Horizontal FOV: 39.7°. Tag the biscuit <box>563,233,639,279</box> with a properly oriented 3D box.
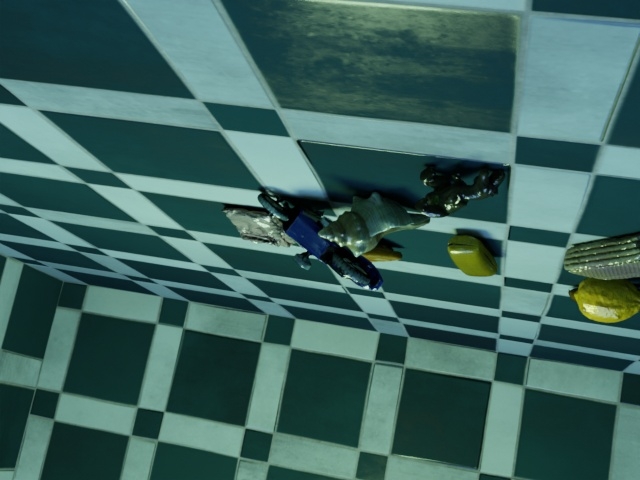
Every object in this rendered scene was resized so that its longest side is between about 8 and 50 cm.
[{"bbox_3d":[0.600,0.036,1.767,0.108,0.061,0.239,14,169,-21],"label":"biscuit"}]

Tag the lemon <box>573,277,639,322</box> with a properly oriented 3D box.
[{"bbox_3d":[0.658,0.131,2.022,0.155,0.114,0.114,2,165,19],"label":"lemon"}]

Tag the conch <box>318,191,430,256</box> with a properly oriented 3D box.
[{"bbox_3d":[0.107,-0.045,1.757,0.234,0.114,0.137,-24,179,-4],"label":"conch"}]

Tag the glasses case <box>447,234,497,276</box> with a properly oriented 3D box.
[{"bbox_3d":[0.340,0.038,1.983,0.079,0.064,0.234,4,166,23],"label":"glasses case"}]

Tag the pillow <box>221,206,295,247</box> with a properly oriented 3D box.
[{"bbox_3d":[-0.147,-0.027,2.156,0.135,0.049,0.248,12,165,16],"label":"pillow"}]

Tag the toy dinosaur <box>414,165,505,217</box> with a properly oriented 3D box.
[{"bbox_3d":[0.254,-0.065,1.549,0.179,0.087,0.187,23,164,-40],"label":"toy dinosaur"}]

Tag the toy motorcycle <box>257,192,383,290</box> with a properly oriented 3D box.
[{"bbox_3d":[0.000,0.000,1.898,0.315,0.113,0.169,39,-171,16],"label":"toy motorcycle"}]

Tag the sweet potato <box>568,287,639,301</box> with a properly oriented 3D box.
[{"bbox_3d":[0.694,0.135,2.133,0.067,0.067,0.274,19,170,-34],"label":"sweet potato"}]

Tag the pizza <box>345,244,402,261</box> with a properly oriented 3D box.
[{"bbox_3d":[0.075,0.024,2.169,0.201,0.053,0.193,6,171,-36],"label":"pizza"}]
